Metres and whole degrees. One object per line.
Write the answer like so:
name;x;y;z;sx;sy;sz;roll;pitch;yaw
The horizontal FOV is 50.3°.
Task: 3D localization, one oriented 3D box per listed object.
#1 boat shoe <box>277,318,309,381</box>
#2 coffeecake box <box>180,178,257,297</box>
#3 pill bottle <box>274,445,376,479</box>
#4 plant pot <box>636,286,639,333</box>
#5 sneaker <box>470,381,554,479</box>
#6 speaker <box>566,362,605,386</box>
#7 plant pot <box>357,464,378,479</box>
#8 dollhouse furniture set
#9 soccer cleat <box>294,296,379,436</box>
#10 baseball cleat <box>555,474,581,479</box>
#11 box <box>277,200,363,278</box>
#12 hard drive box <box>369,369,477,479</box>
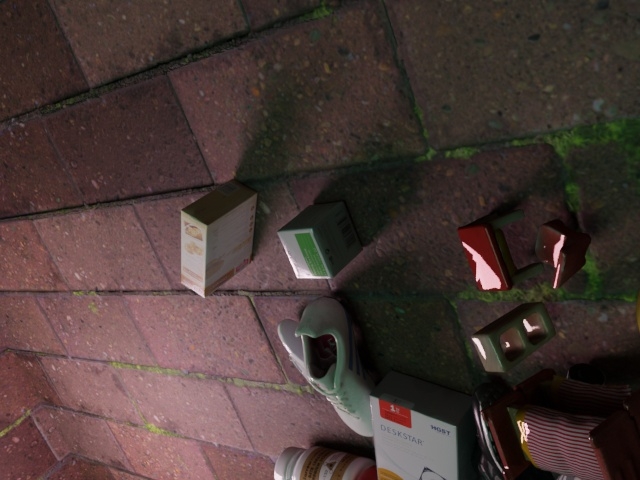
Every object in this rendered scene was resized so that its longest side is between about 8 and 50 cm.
boat shoe;-0.033;0.244;1.424;0.184;0.066;0.063;47;138;-11
coffeecake box;-0.197;-0.004;1.320;0.068;0.142;0.185;29;134;22
pill bottle;0.012;0.536;1.535;0.229;0.131;0.131;-1;118;40
plant pot;0.468;0.111;0.877;0.134;0.095;0.134;22;131;28
sneaker;0.304;0.375;1.201;0.124;0.107;0.283;-6;114;49
speaker;0.403;0.257;1.065;0.055;0.055;0.136;20;129;29
plant pot;0.167;0.576;1.393;0.174;0.191;0.191;7;123;31
dollhouse furniture set;0.306;0.147;0.922;0.201;0.152;0.374;-11;102;61
soccer cleat;0.031;0.269;1.309;0.116;0.143;0.331;-10;113;30
baseball cleat;0.414;0.363;1.053;0.072;0.109;0.206;24;159;10
box;0.000;0.000;1.187;0.087;0.102;0.101;-3;117;44
hard drive box;0.198;0.384;1.296;0.181;0.089;0.232;12;122;34
